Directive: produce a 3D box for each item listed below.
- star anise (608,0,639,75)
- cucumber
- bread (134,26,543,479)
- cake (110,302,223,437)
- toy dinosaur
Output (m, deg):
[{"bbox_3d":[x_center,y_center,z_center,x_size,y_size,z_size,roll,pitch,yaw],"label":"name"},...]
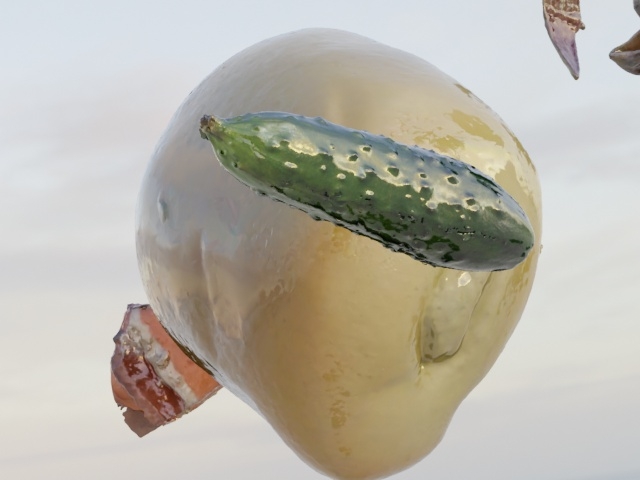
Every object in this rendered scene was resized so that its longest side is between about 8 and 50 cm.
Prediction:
[{"bbox_3d":[0.395,-0.185,1.760,0.212,0.197,0.073,23,-38,10],"label":"star anise"},{"bbox_3d":[0.029,-0.030,1.001,0.227,0.069,0.069,18,-21,-30],"label":"cucumber"},{"bbox_3d":[0.000,0.000,1.480,0.253,0.348,0.376,15,14,-34],"label":"bread"},{"bbox_3d":[-0.094,0.087,1.826,0.287,0.135,0.098,-28,-20,-7],"label":"cake"},{"bbox_3d":[0.356,-0.378,2.241,0.113,0.327,0.206,22,-18,45],"label":"toy dinosaur"}]
